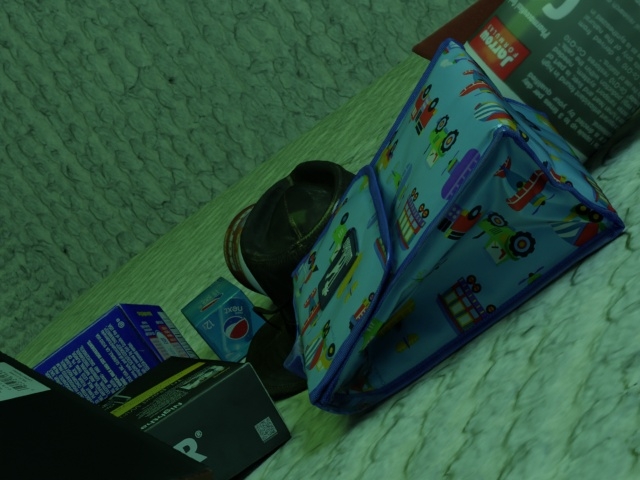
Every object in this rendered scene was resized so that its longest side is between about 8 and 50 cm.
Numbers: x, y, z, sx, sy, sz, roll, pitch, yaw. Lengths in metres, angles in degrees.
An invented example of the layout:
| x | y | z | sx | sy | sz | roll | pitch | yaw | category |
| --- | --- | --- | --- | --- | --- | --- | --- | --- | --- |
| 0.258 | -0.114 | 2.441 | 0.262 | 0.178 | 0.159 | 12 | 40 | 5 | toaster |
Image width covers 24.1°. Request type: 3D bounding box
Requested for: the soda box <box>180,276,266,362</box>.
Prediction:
| x | y | z | sx | sy | sz | roll | pitch | yaw | category |
| --- | --- | --- | --- | --- | --- | --- | --- | --- | --- |
| -0.116 | 0.097 | 1.830 | 0.071 | 0.067 | 0.210 | -39 | 8 | -6 | soda box |

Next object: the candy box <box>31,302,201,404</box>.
| x | y | z | sx | sy | sz | roll | pitch | yaw | category |
| --- | --- | --- | --- | --- | --- | --- | --- | --- | --- |
| -0.289 | 0.206 | 1.634 | 0.317 | 0.122 | 0.268 | -36 | -4 | 1 | candy box |

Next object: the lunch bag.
| x | y | z | sx | sy | sz | roll | pitch | yaw | category |
| --- | --- | --- | --- | --- | --- | --- | --- | --- | --- |
| 0.078 | 0.010 | 1.245 | 0.293 | 0.138 | 0.221 | -48 | 22 | 15 | lunch bag |

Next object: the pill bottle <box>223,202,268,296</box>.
| x | y | z | sx | sy | sz | roll | pitch | yaw | category |
| --- | --- | --- | --- | --- | --- | --- | --- | --- | --- |
| -0.057 | 0.010 | 1.868 | 0.121 | 0.121 | 0.216 | -39 | 8 | -8 | pill bottle |

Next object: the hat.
| x | y | z | sx | sy | sz | roll | pitch | yaw | category |
| --- | --- | --- | --- | --- | --- | --- | --- | --- | --- |
| 0.000 | 0.000 | 1.499 | 0.331 | 0.134 | 0.331 | -41 | 15 | 14 | hat |

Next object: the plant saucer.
| x | y | z | sx | sy | sz | roll | pitch | yaw | category |
| --- | --- | --- | --- | --- | --- | --- | --- | --- | --- |
| 0.289 | -0.296 | 2.024 | 0.259 | 0.047 | 0.258 | -33 | -18 | 29 | plant saucer |

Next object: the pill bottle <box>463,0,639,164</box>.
| x | y | z | sx | sy | sz | roll | pitch | yaw | category |
| --- | --- | --- | --- | --- | --- | --- | --- | --- | --- |
| 0.231 | -0.171 | 1.393 | 0.283 | 0.161 | 0.161 | -47 | 6 | 13 | pill bottle |

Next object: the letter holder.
| x | y | z | sx | sy | sz | roll | pitch | yaw | category |
| --- | --- | --- | --- | --- | --- | --- | --- | --- | --- |
| -0.248 | 0.220 | 1.093 | 0.302 | 0.214 | 0.152 | 22 | 20 | 37 | letter holder |

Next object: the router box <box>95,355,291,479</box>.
| x | y | z | sx | sy | sz | roll | pitch | yaw | category |
| --- | --- | --- | --- | --- | --- | --- | --- | --- | --- |
| -0.205 | 0.216 | 1.331 | 0.309 | 0.081 | 0.243 | -32 | 9 | -20 | router box |
